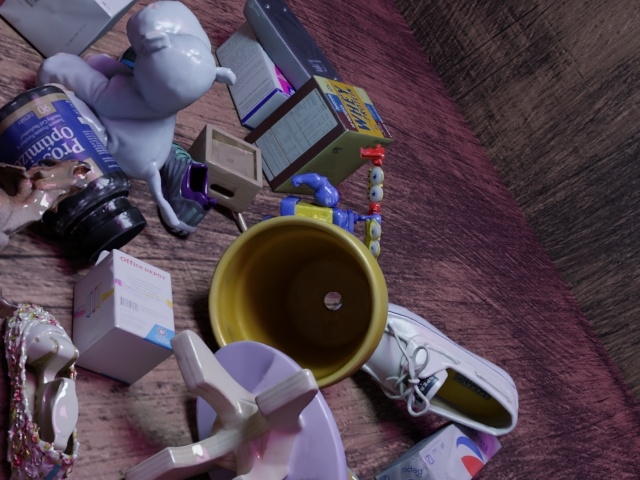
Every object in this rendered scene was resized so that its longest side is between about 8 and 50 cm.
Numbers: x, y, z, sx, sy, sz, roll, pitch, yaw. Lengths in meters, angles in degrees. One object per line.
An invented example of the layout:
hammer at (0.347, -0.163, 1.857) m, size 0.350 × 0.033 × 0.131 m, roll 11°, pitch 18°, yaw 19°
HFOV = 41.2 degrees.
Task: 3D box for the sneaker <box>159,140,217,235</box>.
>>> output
sneaker at (-0.219, -0.118, 1.370) m, size 0.083 × 0.098 × 0.223 m, roll 16°, pitch 44°, yaw -51°

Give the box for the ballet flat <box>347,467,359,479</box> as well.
ballet flat at (0.051, 0.413, 1.172) m, size 0.073 × 0.080 × 0.232 m, roll -16°, pitch 68°, yaw -46°

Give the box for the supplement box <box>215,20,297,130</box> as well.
supplement box at (-0.122, -0.338, 1.790) m, size 0.111 × 0.114 × 0.220 m, roll 19°, pitch 40°, yaw -49°

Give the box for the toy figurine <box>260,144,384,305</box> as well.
toy figurine at (0.000, 0.000, 1.553) m, size 0.191 × 0.217 × 0.362 m, roll -77°, pitch 170°, yaw -74°

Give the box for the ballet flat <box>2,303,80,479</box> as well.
ballet flat at (-0.294, 0.158, 0.929) m, size 0.091 × 0.077 × 0.240 m, roll 23°, pitch 37°, yaw -43°

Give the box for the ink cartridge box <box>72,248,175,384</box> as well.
ink cartridge box at (-0.248, 0.089, 1.072) m, size 0.092 × 0.090 × 0.143 m, roll 31°, pitch 32°, yaw -37°

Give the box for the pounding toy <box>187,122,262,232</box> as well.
pounding toy at (-0.160, -0.103, 1.473) m, size 0.141 × 0.100 × 0.130 m, roll 25°, pitch 35°, yaw -25°

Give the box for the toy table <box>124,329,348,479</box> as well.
toy table at (-0.086, 0.236, 1.009) m, size 0.274 × 0.252 × 0.161 m, roll 51°, pitch 7°, yaw 26°

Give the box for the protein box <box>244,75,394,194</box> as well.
protein box at (-0.001, -0.205, 1.714) m, size 0.200 × 0.201 × 0.135 m, roll -1°, pitch 58°, yaw -59°

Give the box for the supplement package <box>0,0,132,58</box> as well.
supplement package at (-0.393, -0.407, 1.407) m, size 0.134 × 0.139 × 0.244 m, roll 45°, pitch 26°, yaw -17°

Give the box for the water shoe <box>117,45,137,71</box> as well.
water shoe at (-0.315, -0.285, 1.446) m, size 0.073 × 0.080 × 0.203 m, roll 35°, pitch 31°, yaw -31°

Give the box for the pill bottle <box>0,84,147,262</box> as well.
pill bottle at (-0.330, -0.084, 1.121) m, size 0.219 × 0.123 × 0.123 m, roll 53°, pitch 26°, yaw 2°

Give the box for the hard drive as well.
hard drive at (-0.054, -0.400, 1.789) m, size 0.254 × 0.054 × 0.172 m, roll 55°, pitch 25°, yaw 5°

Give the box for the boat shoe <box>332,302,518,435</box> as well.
boat shoe at (0.170, 0.231, 1.435) m, size 0.367 × 0.135 × 0.156 m, roll 30°, pitch 19°, yaw -5°

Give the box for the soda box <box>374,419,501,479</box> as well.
soda box at (0.208, 0.374, 1.445) m, size 0.091 × 0.098 × 0.286 m, roll 58°, pitch 26°, yaw 11°

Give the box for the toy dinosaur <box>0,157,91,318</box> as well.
toy dinosaur at (-0.415, -0.042, 0.946) m, size 0.296 × 0.127 × 0.200 m, roll 17°, pitch 34°, yaw -32°

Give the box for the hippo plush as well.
hippo plush at (-0.271, -0.224, 1.220) m, size 0.234 × 0.236 × 0.294 m, roll 15°, pitch 44°, yaw -33°

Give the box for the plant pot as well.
plant pot at (-0.010, 0.095, 1.302) m, size 0.254 × 0.254 × 0.239 m, roll 58°, pitch 12°, yaw 11°
